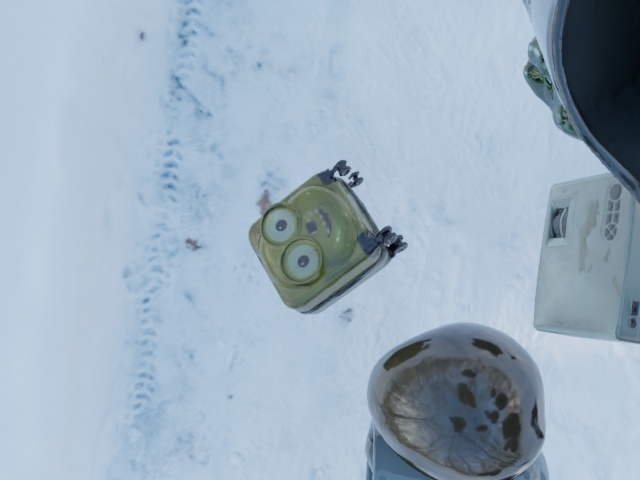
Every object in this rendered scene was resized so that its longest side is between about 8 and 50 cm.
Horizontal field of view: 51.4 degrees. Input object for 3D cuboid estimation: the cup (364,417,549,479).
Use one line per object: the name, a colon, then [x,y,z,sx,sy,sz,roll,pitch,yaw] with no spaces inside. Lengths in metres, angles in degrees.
cup: [0.236,0.431,1.202,0.312,0.205,0.206,3,91,1]

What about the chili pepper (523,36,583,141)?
chili pepper: [0.503,-0.314,1.166,0.256,0.233,0.249,-22,56,2]

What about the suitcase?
suitcase: [0.000,0.000,1.145,0.235,0.143,0.194,-37,67,12]

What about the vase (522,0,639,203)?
vase: [0.214,-0.183,0.460,0.156,0.301,0.251,0,117,6]

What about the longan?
longan: [0.216,0.248,1.052,0.300,0.300,0.243,22,97,14]

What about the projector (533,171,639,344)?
projector: [0.259,0.017,0.607,0.061,0.115,0.147,13,83,-19]
